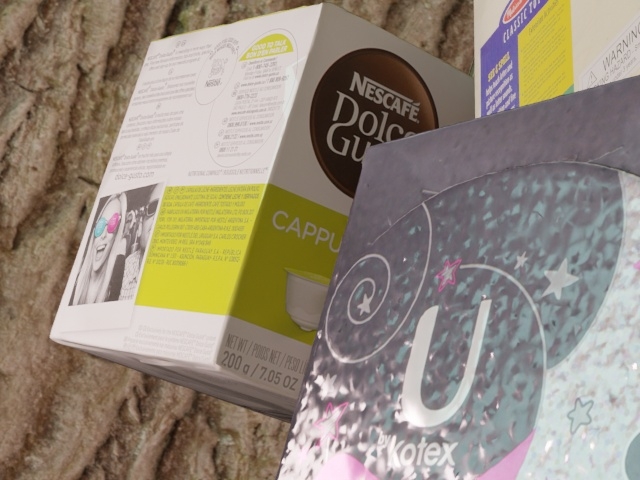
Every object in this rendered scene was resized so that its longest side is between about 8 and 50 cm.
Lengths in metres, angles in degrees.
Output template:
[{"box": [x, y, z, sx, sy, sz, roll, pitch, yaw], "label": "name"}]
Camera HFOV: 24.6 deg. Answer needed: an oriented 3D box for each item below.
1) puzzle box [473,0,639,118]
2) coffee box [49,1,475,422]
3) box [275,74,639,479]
[{"box": [0.212, -0.197, 1.016, 0.409, 0.052, 0.272, 130, 146, -59], "label": "puzzle box"}, {"box": [0.000, 0.000, 1.420, 0.338, 0.337, 0.334, 0, 70, 57], "label": "coffee box"}, {"box": [0.115, 0.051, 0.400, 0.247, 0.142, 0.163, -11, 57, 53], "label": "box"}]
